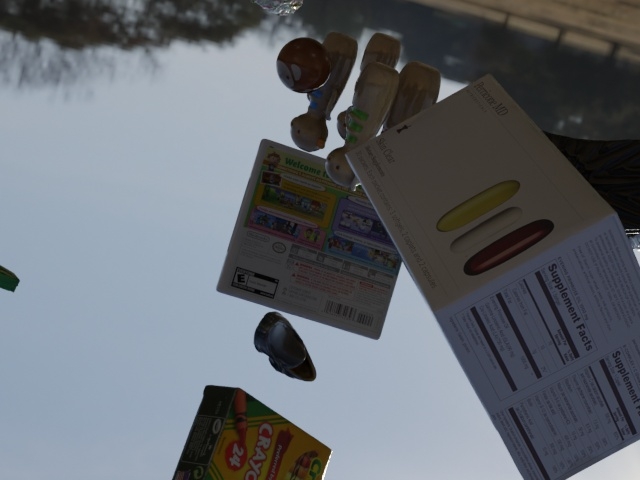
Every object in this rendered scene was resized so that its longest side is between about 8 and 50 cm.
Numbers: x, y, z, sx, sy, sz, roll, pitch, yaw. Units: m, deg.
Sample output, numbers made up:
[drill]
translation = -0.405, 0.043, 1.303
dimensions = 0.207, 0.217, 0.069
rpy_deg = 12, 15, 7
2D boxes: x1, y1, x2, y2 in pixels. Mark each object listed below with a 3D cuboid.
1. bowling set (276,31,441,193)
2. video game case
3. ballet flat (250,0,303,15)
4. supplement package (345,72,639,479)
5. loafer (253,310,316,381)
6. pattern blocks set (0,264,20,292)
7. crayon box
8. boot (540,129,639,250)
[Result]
[bowling set]
translation = 0.025, -0.120, 1.258
dimensions = 0.199, 0.154, 0.287
rpy_deg = 12, -160, -25
[video game case]
translation = 0.000, 0.000, 1.514
dimensions = 0.212, 0.193, 0.023
rpy_deg = 18, 175, -13
[ballet flat]
translation = -0.082, -0.398, 1.797
dimensions = 0.077, 0.091, 0.241
rpy_deg = 19, 168, 40
[supplement package]
translation = 0.152, 0.025, 0.993
dimensions = 0.204, 0.145, 0.262
rpy_deg = 60, -178, -31
[loafer]
translation = -0.045, 0.148, 1.729
dimensions = 0.061, 0.062, 0.170
rpy_deg = 29, 168, 25
[pattern blocks set]
translation = -0.451, 0.023, 1.259
dimensions = 0.285, 0.026, 0.325
rpy_deg = 30, -168, 25
[crayon box]
translation = -0.098, 0.398, 2.092
dimensions = 0.081, 0.202, 0.318
rpy_deg = -1, 151, 41
[boot]
translation = 0.299, -0.058, 1.488
dimensions = 0.347, 0.131, 0.260
rpy_deg = 8, -178, 17
